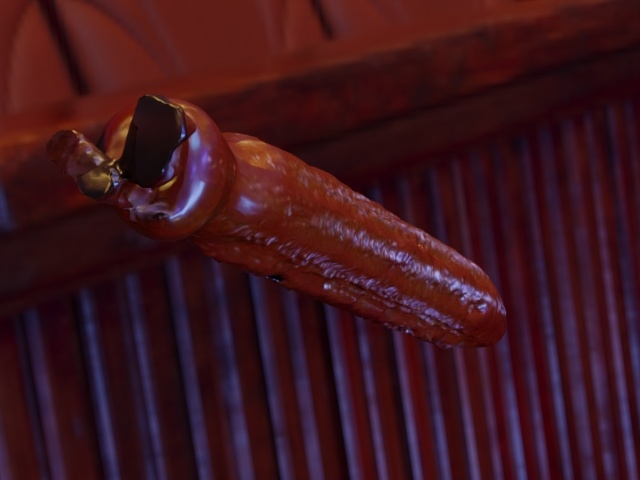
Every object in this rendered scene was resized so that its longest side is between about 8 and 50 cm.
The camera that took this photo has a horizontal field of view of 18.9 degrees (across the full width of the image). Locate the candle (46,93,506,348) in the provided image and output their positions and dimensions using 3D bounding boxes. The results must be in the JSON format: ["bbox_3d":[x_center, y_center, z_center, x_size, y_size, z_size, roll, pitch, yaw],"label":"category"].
[{"bbox_3d":[0.000,0.000,0.723,0.048,0.051,0.329,-46,-25,9],"label":"candle"}]
